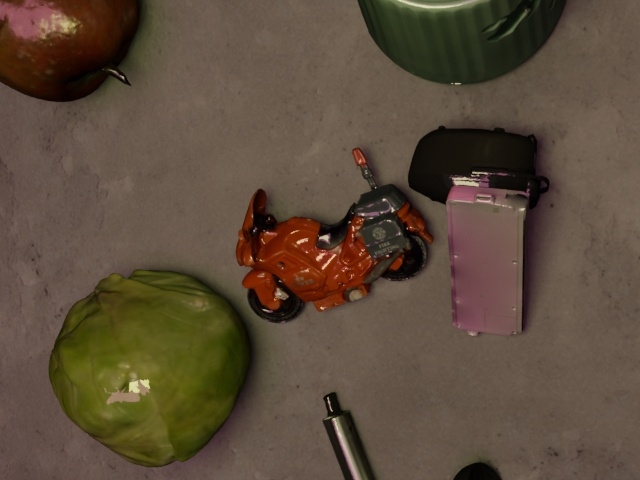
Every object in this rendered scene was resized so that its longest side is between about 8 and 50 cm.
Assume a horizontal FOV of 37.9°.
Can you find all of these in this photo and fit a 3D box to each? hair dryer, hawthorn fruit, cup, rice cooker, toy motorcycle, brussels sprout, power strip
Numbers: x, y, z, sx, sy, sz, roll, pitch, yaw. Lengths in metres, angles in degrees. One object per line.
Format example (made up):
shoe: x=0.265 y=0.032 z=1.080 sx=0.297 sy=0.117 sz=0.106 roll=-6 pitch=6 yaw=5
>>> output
hair dryer: x=0.108 y=0.380 z=1.433 sx=0.320 sy=0.155 sz=0.284 roll=-15 pitch=101 yaw=27
hawthorn fruit: x=-0.410 y=-0.347 z=1.467 sx=0.300 sy=0.268 sz=0.268 roll=34 pitch=104 yaw=3
cup: x=0.180 y=-0.427 z=1.210 sx=0.310 sy=0.392 sz=0.401 roll=7 pitch=92 yaw=11
rice cooker: x=0.229 y=-0.100 z=1.349 sx=0.202 sy=0.142 sz=0.119 roll=7 pitch=85 yaw=14
toy motorcycle: x=0.000 y=0.000 z=1.439 sx=0.325 sy=0.148 sz=0.221 roll=-21 pitch=111 yaw=20
brussels sprout: x=-0.268 y=0.202 z=1.468 sx=0.327 sy=0.328 sz=0.247 roll=7 pitch=124 yaw=17
power strip: x=0.240 y=0.034 z=1.335 sx=0.109 sy=0.038 sz=0.279 roll=6 pitch=133 yaw=18
